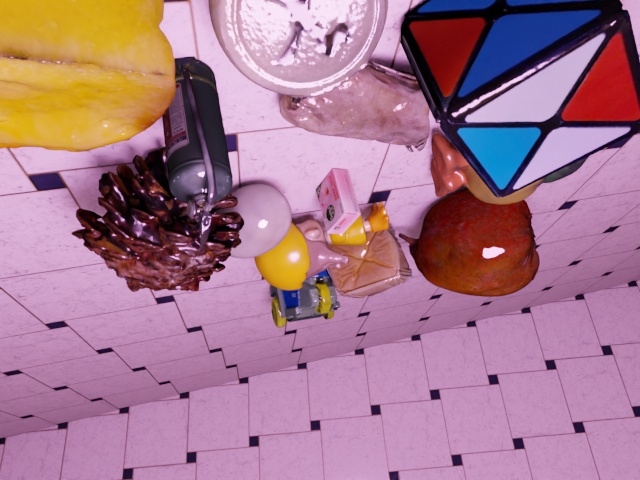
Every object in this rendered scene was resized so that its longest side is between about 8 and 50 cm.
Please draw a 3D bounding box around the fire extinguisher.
[{"bbox_3d":[-0.181,-0.131,0.697,0.093,0.294,0.118,3,148,-30],"label":"fire extinguisher"}]

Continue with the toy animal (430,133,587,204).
[{"bbox_3d":[0.415,-0.180,1.031,0.339,0.191,0.216,-18,153,5],"label":"toy animal"}]

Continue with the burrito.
[{"bbox_3d":[0.093,-0.240,0.854,0.348,0.107,0.175,7,160,-34],"label":"burrito"}]

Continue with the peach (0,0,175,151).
[{"bbox_3d":[-0.371,-0.221,0.490,0.381,0.242,0.306,-13,178,-34],"label":"peach"}]

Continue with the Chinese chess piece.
[{"bbox_3d":[-0.024,-0.297,0.619,0.238,0.092,0.237,-8,136,-8],"label":"Chinese chess piece"}]

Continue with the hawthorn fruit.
[{"bbox_3d":[0.411,0.008,1.278,0.325,0.308,0.308,-29,152,6],"label":"hawthorn fruit"}]

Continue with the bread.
[{"bbox_3d":[0.132,0.056,1.352,0.210,0.192,0.110,-24,159,14],"label":"bread"}]

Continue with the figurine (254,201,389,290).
[{"bbox_3d":[0.000,0.000,1.204,0.344,0.187,0.215,-21,166,-2],"label":"figurine"}]

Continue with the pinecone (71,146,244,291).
[{"bbox_3d":[-0.290,-0.036,0.894,0.296,0.242,0.298,-38,145,22],"label":"pinecone"}]

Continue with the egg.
[{"bbox_3d":[-0.156,-0.038,1.059,0.209,0.151,0.151,-28,152,35],"label":"egg"}]

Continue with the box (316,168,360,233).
[{"bbox_3d":[0.039,-0.089,1.090,0.043,0.125,0.089,3,147,-30],"label":"box"}]

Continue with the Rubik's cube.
[{"bbox_3d":[0.298,-0.255,0.727,0.248,0.246,0.250,-29,142,26],"label":"Rubik's cube"}]

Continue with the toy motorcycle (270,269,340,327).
[{"bbox_3d":[-0.037,0.142,1.455,0.191,0.199,0.326,-6,164,-18],"label":"toy motorcycle"}]
